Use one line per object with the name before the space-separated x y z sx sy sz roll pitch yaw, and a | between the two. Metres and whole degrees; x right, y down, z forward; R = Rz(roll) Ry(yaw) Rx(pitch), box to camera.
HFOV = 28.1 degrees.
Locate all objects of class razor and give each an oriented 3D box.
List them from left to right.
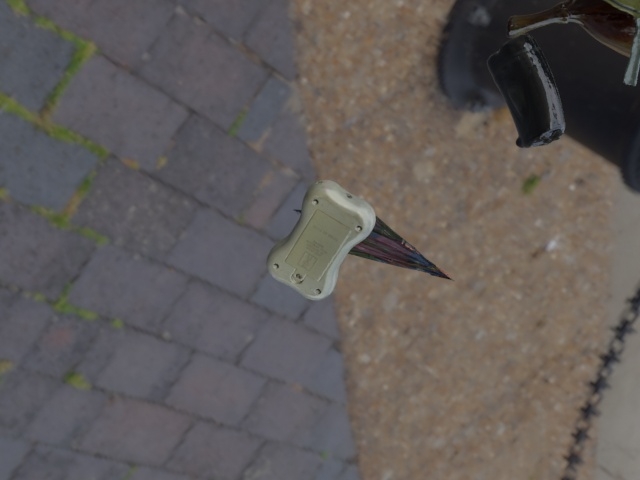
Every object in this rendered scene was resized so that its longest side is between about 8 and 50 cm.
razor | 0.282 -0.200 1.729 0.054 0.148 0.090 -16 170 -24

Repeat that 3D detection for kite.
kite | 0.070 0.004 1.656 0.321 0.234 0.016 150 -39 -77

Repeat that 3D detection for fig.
fig | 0.428 -0.336 1.851 0.321 0.217 0.217 -18 140 1

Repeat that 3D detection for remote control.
remote control | 0.000 0.000 1.237 0.122 0.074 0.032 -56 -178 31

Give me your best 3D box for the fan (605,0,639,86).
fan | 0.435 -0.347 1.664 0.011 0.230 0.335 -60 161 -49
